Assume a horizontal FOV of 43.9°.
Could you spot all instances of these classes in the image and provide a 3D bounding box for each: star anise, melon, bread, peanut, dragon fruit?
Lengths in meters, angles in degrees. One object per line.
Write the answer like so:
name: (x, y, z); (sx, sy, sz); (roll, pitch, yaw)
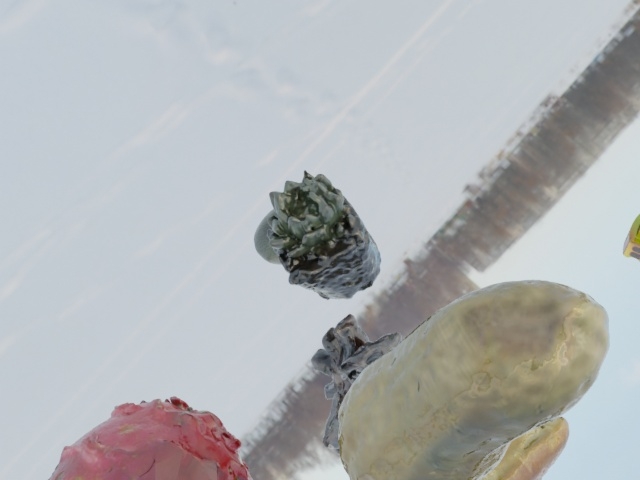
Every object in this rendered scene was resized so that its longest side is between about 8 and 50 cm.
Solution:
star anise: (0.063, 0.203, 1.084); (0.110, 0.198, 0.257); (-31, 177, -35)
melon: (-0.052, -0.017, 1.498); (0.167, 0.114, 0.114); (-26, -174, 31)
bread: (0.239, 0.327, 1.119); (0.245, 0.121, 0.174); (-31, 164, -28)
peanut: (0.103, 0.106, 0.556); (0.236, 0.120, 0.110); (-44, -170, 35)
dragon fruit: (-0.169, 0.284, 0.948); (0.163, 0.261, 0.189); (-61, -162, -7)

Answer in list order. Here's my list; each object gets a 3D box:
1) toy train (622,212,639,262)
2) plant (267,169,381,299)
toy train: (0.691, -0.035, 1.537); (0.100, 0.160, 0.296); (-59, 161, -21)
plant: (0.000, 0.000, 1.114); (0.132, 0.129, 0.194); (-37, 139, 5)
